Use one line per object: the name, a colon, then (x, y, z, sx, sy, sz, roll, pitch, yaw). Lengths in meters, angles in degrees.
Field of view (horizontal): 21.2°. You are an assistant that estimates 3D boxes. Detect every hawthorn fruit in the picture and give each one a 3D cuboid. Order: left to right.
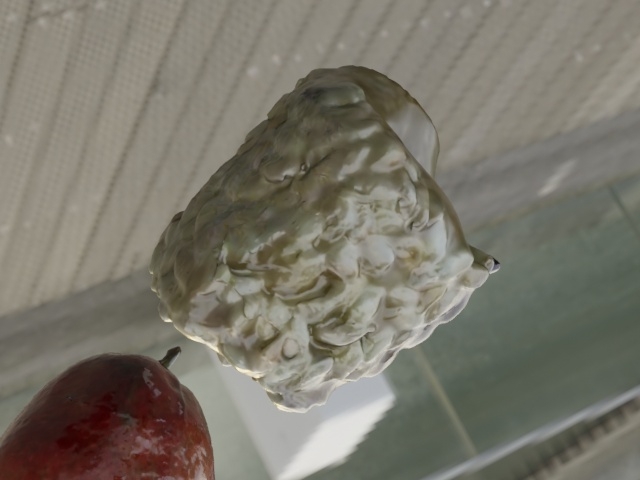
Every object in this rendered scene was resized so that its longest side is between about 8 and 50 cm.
hawthorn fruit: (-0.193, 0.206, 1.573, 0.224, 0.260, 0.224, 16, 161, 6)

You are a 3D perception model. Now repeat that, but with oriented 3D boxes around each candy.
candy: (0.000, 0.000, 0.581, 0.110, 0.095, 0.085, -38, 122, 4)
